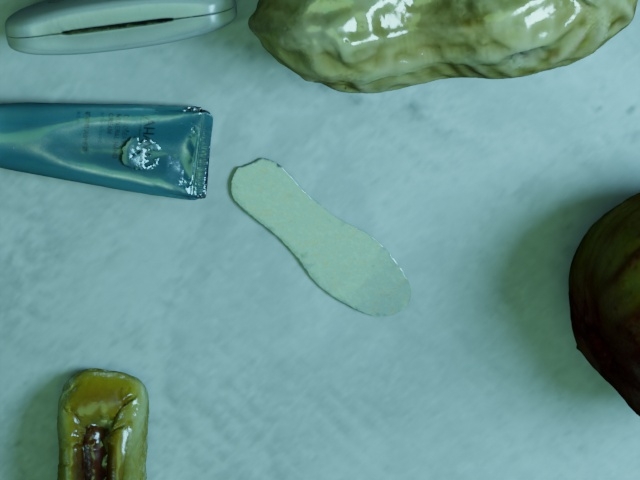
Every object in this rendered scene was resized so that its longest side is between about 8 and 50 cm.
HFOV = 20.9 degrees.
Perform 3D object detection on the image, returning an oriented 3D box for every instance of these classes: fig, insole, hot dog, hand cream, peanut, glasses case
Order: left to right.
[{"bbox_3d":[-0.207,-0.082,1.499,0.224,0.048,0.083,4,103,-7],"label":"hand cream"},{"bbox_3d":[-0.199,0.237,1.573,0.084,0.073,0.242,4,106,3],"label":"hot dog"},{"bbox_3d":[-0.166,-0.186,1.449,0.193,0.074,0.049,-8,109,2],"label":"glasses case"},{"bbox_3d":[0.000,0.000,1.542,0.197,0.004,0.065,40,102,-11],"label":"insole"},{"bbox_3d":[0.103,-0.192,1.413,0.325,0.153,0.140,-11,120,-6],"label":"peanut"},{"bbox_3d":[0.365,0.011,1.475,0.321,0.217,0.217,-36,105,-12],"label":"fig"}]
